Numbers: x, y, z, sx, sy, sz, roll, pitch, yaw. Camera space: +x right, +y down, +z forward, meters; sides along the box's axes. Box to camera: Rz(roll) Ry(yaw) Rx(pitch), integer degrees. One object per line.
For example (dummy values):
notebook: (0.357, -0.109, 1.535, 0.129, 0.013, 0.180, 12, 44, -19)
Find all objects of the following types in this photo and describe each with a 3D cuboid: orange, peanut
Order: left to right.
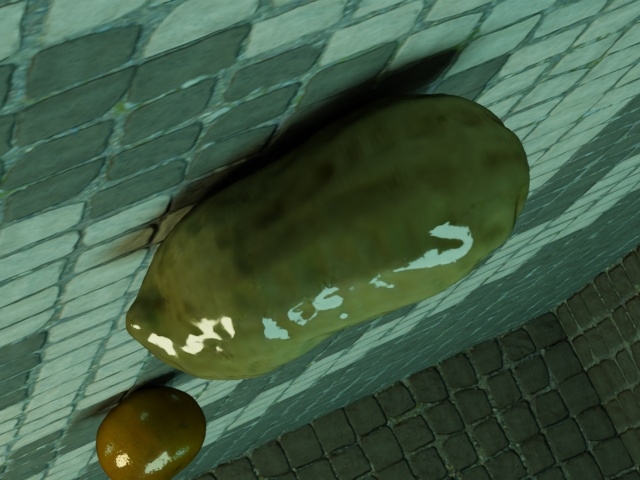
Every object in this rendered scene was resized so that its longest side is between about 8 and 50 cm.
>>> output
orange: (-0.230, 0.261, 2.373, 0.156, 0.124, 0.156, -40, 164, -14)
peanut: (0.000, 0.000, 1.509, 0.387, 0.169, 0.192, -27, 175, 21)
